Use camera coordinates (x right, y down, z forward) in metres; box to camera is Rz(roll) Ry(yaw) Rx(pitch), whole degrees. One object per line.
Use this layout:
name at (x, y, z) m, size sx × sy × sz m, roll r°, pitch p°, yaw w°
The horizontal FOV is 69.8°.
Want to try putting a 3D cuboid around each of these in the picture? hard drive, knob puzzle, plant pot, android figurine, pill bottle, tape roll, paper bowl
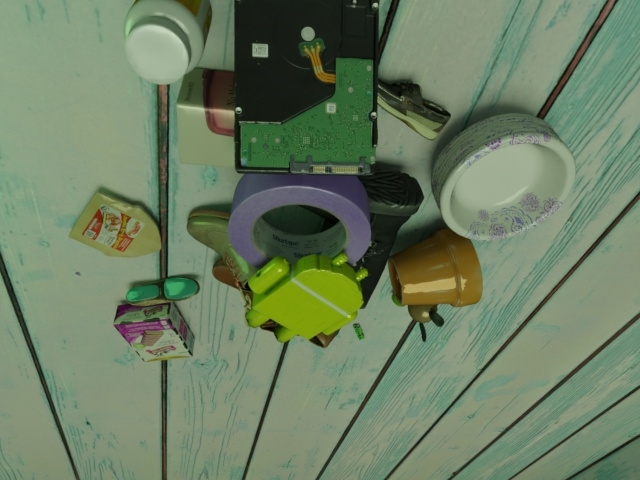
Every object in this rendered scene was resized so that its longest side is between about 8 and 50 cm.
hard drive at (-0.024, -0.278, 0.758) m, size 0.237 × 0.064 × 0.338 m, roll -1°, pitch 92°, yaw -7°
knob puzzle at (-0.478, -0.027, 1.114) m, size 0.213 × 0.030 × 0.213 m, roll -3°, pitch 134°, yaw -3°
plant pot at (0.280, 0.083, 1.172) m, size 0.188 × 0.205 × 0.205 m, roll -13°, pitch 135°, yaw -3°
android figurine at (-0.025, 0.120, 0.965) m, size 0.248 × 0.056 × 0.273 m, roll 35°, pitch 121°, yaw -29°
pill bottle at (-0.238, -0.331, 0.718) m, size 0.118 × 0.208 × 0.117 m, roll -3°, pitch 135°, yaw -3°
tape roll at (-0.040, -0.037, 0.908) m, size 0.275 × 0.090 × 0.274 m, roll 0°, pitch 139°, yaw 0°
paper bowl at (0.388, -0.147, 1.013) m, size 0.284 × 0.148 × 0.284 m, roll -3°, pitch 135°, yaw -3°

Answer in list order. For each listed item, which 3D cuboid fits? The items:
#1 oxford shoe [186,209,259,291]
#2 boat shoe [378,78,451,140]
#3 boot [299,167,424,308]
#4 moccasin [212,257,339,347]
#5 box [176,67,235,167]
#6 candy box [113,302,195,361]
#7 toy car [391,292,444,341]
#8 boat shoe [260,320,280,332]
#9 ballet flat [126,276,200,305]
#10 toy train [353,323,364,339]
oxford shoe at (-0.179, 0.039, 1.068) m, size 0.348 × 0.130 × 0.123 m, roll 24°, pitch 146°, yaw 11°
boat shoe at (0.172, -0.280, 0.912) m, size 0.224 × 0.080 × 0.073 m, roll 23°, pitch 122°, yaw -33°
boot at (0.002, 0.001, 1.138) m, size 0.367 × 0.146 × 0.445 m, roll 15°, pitch 141°, yaw -6°
moccasin at (-0.124, 0.153, 1.161) m, size 0.380 × 0.147 × 0.139 m, roll 28°, pitch 148°, yaw 16°
box at (-0.145, -0.229, 0.871) m, size 0.232 × 0.148 × 0.126 m, roll 3°, pitch 135°, yaw -10°
candy box at (-0.489, 0.275, 1.370) m, size 0.159 × 0.071 × 0.233 m, roll -7°, pitch 140°, yaw 2°
toy car at (0.304, 0.186, 1.301) m, size 0.149 × 0.188 × 0.155 m, roll 13°, pitch 132°, yaw -18°
boat shoe at (-0.115, 0.273, 1.429) m, size 0.178 × 0.060 × 0.064 m, roll 22°, pitch 128°, yaw -26°
ballet flat at (-0.430, 0.143, 1.275) m, size 0.206 × 0.073 × 0.067 m, roll -5°, pitch 162°, yaw 2°
toy train at (0.128, 0.302, 1.517) m, size 0.024 × 0.017 × 0.083 m, roll -22°, pitch 133°, yaw 1°
